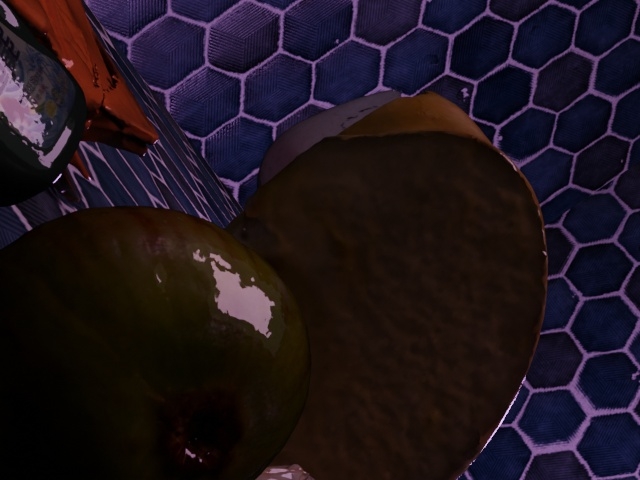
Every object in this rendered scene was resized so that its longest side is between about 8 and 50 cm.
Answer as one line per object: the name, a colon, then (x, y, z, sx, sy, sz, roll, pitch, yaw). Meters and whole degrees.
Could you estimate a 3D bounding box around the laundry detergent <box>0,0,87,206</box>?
laundry detergent: (-0.247, -0.136, 0.904, 0.222, 0.078, 0.144, 53, 27, -31)

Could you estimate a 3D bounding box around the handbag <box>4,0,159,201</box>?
handbag: (-0.304, -0.242, 1.098, 0.410, 0.116, 0.303, 53, 6, -50)

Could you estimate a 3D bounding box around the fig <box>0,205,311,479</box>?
fig: (-0.120, 0.041, 0.637, 0.259, 0.151, 0.151, 22, -27, 51)

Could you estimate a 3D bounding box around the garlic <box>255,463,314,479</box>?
garlic: (-0.048, 0.171, 0.826, 0.113, 0.094, 0.074, 65, 32, -64)

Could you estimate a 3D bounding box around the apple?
apple: (0.014, 0.051, 0.977, 0.252, 0.309, 0.314, 55, 4, -31)

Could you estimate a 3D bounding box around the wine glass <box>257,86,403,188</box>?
wine glass: (0.000, 0.000, 1.443, 0.238, 0.323, 0.238, 54, 4, -5)
